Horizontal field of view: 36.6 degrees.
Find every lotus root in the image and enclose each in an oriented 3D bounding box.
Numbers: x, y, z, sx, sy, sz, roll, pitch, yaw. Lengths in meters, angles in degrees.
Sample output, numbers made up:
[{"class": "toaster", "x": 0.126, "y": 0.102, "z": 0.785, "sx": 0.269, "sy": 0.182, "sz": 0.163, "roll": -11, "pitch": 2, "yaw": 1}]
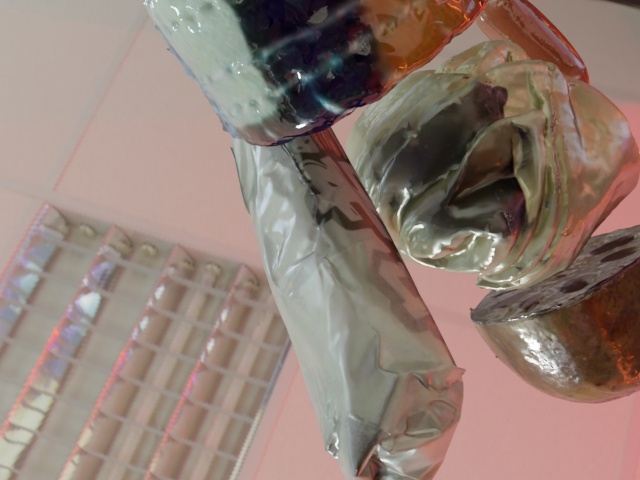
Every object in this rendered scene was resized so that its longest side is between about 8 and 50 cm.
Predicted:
[{"class": "lotus root", "x": 0.336, "y": 0.100, "z": 1.196, "sx": 0.272, "sy": 0.272, "sz": 0.192, "roll": -32, "pitch": -75, "yaw": -15}]

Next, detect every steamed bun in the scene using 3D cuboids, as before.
[{"class": "steamed bun", "x": 0.172, "y": -0.073, "z": 1.063, "sx": 0.320, "sy": 0.206, "sz": 0.275, "roll": -18, "pitch": -90, "yaw": 29}]

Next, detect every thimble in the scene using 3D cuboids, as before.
[{"class": "thimble", "x": -0.006, "y": -0.176, "z": 0.682, "sx": 0.237, "sy": 0.237, "sz": 0.150, "roll": -40, "pitch": -71, "yaw": -18}]

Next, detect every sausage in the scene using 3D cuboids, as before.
[{"class": "sausage", "x": 0.275, "y": -0.262, "z": 1.267, "sx": 0.194, "sy": 0.077, "sz": 0.077, "roll": 43, "pitch": -112, "yaw": -8}]

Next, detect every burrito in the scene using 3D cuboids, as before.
[{"class": "burrito", "x": 0.000, "y": 0.000, "z": 0.827, "sx": 0.101, "sy": 0.139, "sz": 0.445, "roll": -4, "pitch": -127, "yaw": -25}]
